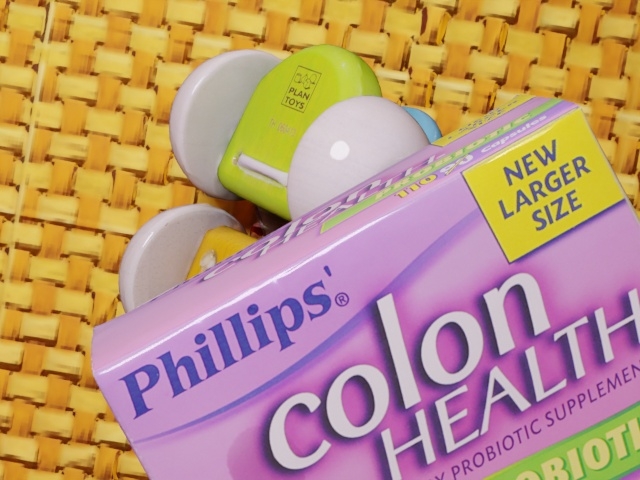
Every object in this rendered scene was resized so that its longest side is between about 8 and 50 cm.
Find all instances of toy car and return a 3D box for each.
[{"bbox_3d":[0.000,0.000,0.933,0.136,0.159,0.182,14,97,-38],"label":"toy car"}]

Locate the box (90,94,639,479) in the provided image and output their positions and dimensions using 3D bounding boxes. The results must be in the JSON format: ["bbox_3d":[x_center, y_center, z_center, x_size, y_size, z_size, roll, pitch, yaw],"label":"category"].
[{"bbox_3d":[0.057,0.096,0.795,0.213,0.117,0.243,-28,98,-2],"label":"box"}]
